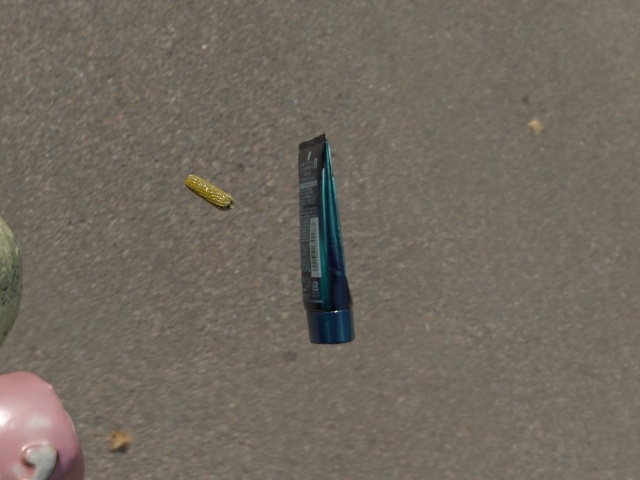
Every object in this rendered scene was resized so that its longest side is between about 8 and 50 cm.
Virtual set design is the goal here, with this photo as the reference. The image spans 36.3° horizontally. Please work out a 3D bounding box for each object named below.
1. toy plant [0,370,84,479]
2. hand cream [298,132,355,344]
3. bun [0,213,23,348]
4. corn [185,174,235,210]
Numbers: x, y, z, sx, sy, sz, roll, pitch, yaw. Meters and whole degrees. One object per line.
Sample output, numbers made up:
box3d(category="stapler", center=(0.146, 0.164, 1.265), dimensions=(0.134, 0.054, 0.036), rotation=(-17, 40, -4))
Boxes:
box3d(category="toy plant", center=(-0.481, 0.282, 1.175), dimensions=(0.356, 0.210, 0.317), rotation=(-21, 114, -30))
box3d(category="hand cream", center=(0.000, 0.000, 1.281), dimensions=(0.061, 0.120, 0.271), rotation=(-7, 91, -17))
box3d(category="bun", center=(-0.347, 0.023, 0.679), dimensions=(0.259, 0.152, 0.259), rotation=(-1, 71, 2))
box3d(category="corn", center=(-0.157, -0.068, 1.397), dimensions=(0.083, 0.027, 0.028), rotation=(33, 81, 14))
